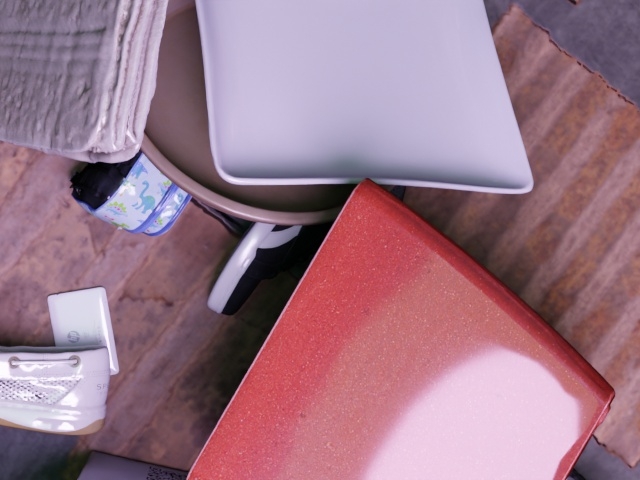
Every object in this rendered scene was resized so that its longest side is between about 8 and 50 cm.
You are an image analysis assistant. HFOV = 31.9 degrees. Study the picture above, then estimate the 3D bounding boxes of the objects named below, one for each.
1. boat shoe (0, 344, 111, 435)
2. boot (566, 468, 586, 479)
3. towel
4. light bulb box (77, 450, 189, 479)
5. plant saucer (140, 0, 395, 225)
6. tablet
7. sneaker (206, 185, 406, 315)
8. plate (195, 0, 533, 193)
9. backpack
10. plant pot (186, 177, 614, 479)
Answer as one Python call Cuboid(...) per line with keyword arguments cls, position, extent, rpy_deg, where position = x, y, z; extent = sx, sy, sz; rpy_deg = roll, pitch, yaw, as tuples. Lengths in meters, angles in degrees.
Cuboid(cls="boat shoe", position=(-0.325, 0.105, 0.997), extent=(0.277, 0.098, 0.096), rpy_deg=(10, 91, -14))
Cuboid(cls="boot", position=(0.208, 0.338, 1.052), extent=(0.338, 0.118, 0.222), rpy_deg=(43, 94, -2))
Cuboid(cls="towel", position=(-0.205, -0.163, 0.918), extent=(0.049, 0.282, 0.187), rpy_deg=(12, 92, -39))
Cuboid(cls="light bulb box", position=(-0.054, 0.347, 0.901), extent=(0.361, 0.358, 0.225), rpy_deg=(13, 91, -5))
Cuboid(cls="plant saucer", position=(-0.047, -0.127, 0.971), extent=(0.278, 0.041, 0.277), rpy_deg=(10, 57, -16))
Cuboid(cls="tablet", position=(-0.222, 0.088, 1.047), extent=(0.054, 0.006, 0.083), rpy_deg=(-9, 93, -5))
Cuboid(cls="sneaker", position=(0.000, 0.000, 1.026), extent=(0.121, 0.079, 0.217), rpy_deg=(35, 88, -5))
Cuboid(cls="plate", position=(0.025, -0.154, 0.964), extent=(0.278, 0.045, 0.277), rpy_deg=(1, 61, -20))
Cuboid(cls="backpack", position=(-0.157, -0.056, 0.991), extent=(0.084, 0.114, 0.105), rpy_deg=(34, 88, -26))
Cuboid(cls="plant pot", position=(0.093, 0.141, 0.914), extent=(0.236, 0.267, 0.267), rpy_deg=(31, 90, 16))
